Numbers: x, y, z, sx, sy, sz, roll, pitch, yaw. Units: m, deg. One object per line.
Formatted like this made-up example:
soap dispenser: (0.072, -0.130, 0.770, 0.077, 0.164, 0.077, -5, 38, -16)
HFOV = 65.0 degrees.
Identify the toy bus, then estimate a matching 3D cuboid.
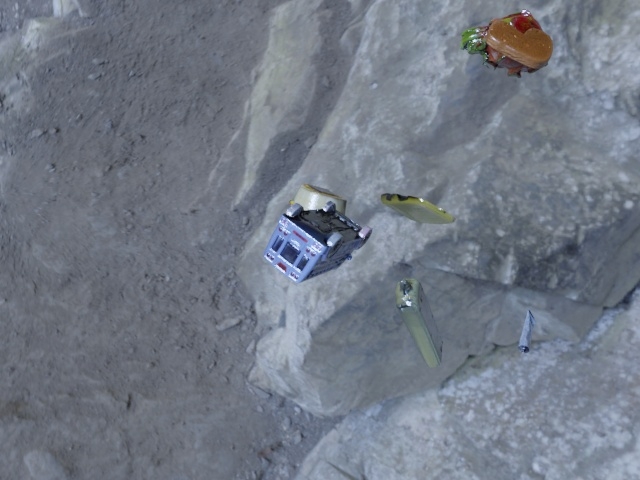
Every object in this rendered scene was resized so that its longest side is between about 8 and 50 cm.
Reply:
toy bus: (0.000, 0.000, 0.624, 0.076, 0.073, 0.167, -59, 163, 17)

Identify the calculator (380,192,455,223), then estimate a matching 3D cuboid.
calculator: (0.262, -0.084, 1.364, 0.157, 0.236, 0.033, 27, 85, -22)

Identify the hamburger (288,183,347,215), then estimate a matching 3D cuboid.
hamburger: (-0.008, -0.080, 1.166, 0.127, 0.141, 0.081, 2, 112, -55)

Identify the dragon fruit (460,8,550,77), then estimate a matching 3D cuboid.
dragon fruit: (0.601, -0.620, 1.632, 0.198, 0.269, 0.200, -64, 138, -60)

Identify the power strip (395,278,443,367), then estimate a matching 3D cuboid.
power strip: (0.265, 0.220, 1.349, 0.387, 0.066, 0.092, 61, 31, -44)

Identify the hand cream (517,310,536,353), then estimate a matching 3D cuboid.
hand cream: (0.364, 0.164, 0.888, 0.030, 0.019, 0.093, 57, 41, -16)

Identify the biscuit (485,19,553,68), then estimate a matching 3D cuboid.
biscuit: (0.558, -0.558, 1.409, 0.192, 0.036, 0.186, 27, 54, -1)
